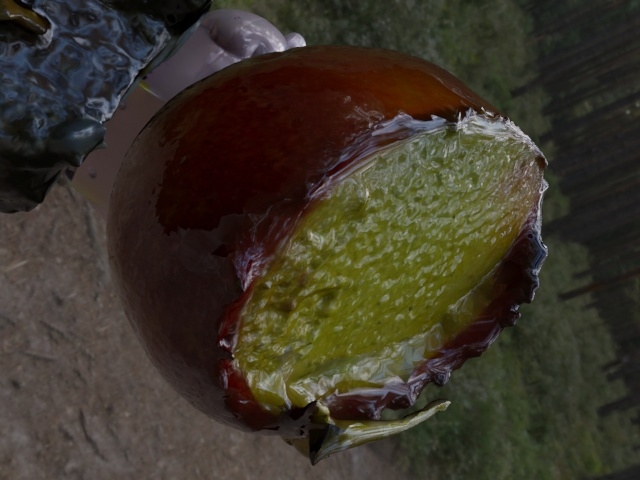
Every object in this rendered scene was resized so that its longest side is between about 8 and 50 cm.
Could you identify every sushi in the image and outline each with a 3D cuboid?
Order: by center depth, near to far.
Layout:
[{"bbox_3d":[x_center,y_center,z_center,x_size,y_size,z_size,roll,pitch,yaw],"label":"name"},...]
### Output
[{"bbox_3d":[-0.178,-0.193,0.505,0.207,0.234,0.348,36,68,-38],"label":"sushi"}]

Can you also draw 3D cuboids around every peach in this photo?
[{"bbox_3d":[-0.001,-0.009,0.757,0.406,0.310,0.335,-22,122,-36],"label":"peach"}]

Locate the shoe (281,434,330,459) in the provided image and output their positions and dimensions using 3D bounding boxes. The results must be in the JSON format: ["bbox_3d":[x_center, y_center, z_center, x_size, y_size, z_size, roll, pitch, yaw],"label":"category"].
[{"bbox_3d":[-0.022,0.185,0.892,0.072,0.069,0.109,-5,94,-32],"label":"shoe"}]

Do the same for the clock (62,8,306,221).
[{"bbox_3d":[-0.133,-0.141,1.152,0.250,0.368,0.377,35,29,6],"label":"clock"}]
